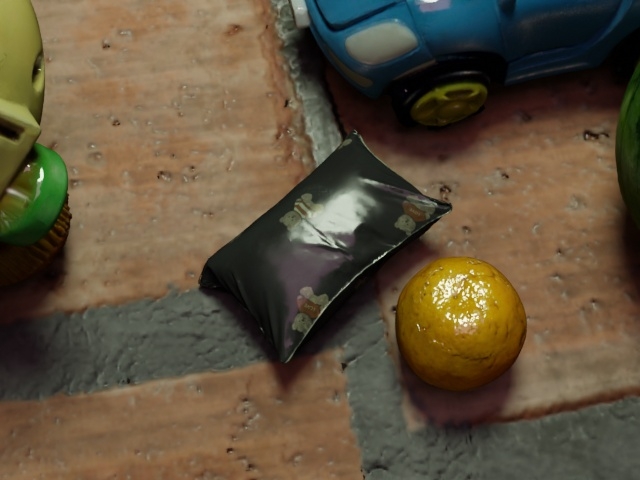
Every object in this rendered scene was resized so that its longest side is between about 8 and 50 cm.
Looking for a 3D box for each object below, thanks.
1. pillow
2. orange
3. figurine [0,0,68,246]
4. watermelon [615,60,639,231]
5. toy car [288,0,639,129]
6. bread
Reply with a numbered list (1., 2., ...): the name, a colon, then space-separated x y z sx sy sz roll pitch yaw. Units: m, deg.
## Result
1. pillow: 0.000 0.000 0.647 0.150 0.048 0.090 -42 79 -12
2. orange: 0.086 0.052 0.619 0.083 0.070 0.083 -3 60 5
3. figurine: -0.278 -0.030 0.585 0.324 0.124 0.222 -55 50 11
4. watermelon: 0.278 -0.069 0.595 0.188 0.188 0.214 30 108 9
5. toy car: 0.132 -0.204 0.665 0.314 0.166 0.198 -12 68 -5
6. bread: -0.199 -0.012 0.644 0.085 0.053 0.085 -9 60 15
